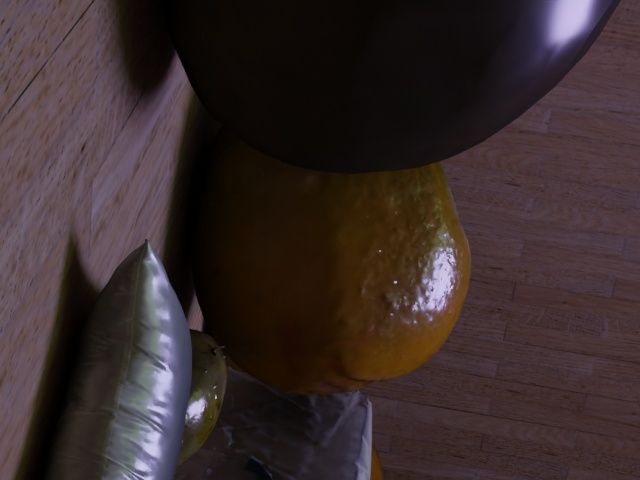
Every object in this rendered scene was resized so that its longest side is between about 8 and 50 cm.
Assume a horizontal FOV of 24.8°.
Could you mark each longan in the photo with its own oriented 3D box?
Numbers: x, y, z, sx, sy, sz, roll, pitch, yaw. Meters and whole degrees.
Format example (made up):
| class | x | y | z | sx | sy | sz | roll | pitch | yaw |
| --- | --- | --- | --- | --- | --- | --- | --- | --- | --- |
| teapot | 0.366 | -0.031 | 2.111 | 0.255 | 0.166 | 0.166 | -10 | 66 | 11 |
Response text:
| class | x | y | z | sx | sy | sz | roll | pitch | yaw |
| --- | --- | --- | --- | --- | --- | --- | --- | --- | --- |
| longan | 0.057 | -0.244 | 1.046 | 0.404 | 0.336 | 0.404 | -35 | -138 | 39 |

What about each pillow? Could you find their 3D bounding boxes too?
| class | x | y | z | sx | sy | sz | roll | pitch | yaw |
| --- | --- | --- | --- | --- | --- | --- | --- | --- | --- |
| pillow | -0.132 | 0.132 | 0.922 | 0.144 | 0.078 | 0.254 | 92 | 9 | -67 |

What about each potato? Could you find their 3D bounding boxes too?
| class | x | y | z | sx | sy | sz | roll | pitch | yaw |
| --- | --- | --- | --- | --- | --- | --- | --- | --- | --- |
| potato | -0.119 | 0.134 | 1.229 | 0.138 | 0.070 | 0.091 | -77 | 174 | -45 |

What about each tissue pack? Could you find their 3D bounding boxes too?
| class | x | y | z | sx | sy | sz | roll | pitch | yaw |
| --- | --- | --- | --- | --- | --- | --- | --- | --- | --- |
| tissue pack | -0.072 | 0.356 | 1.456 | 0.297 | 0.207 | 0.380 | -73 | 171 | -63 |

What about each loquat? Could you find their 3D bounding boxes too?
| class | x | y | z | sx | sy | sz | roll | pitch | yaw |
| --- | --- | --- | --- | --- | --- | --- | --- | --- | --- |
| loquat | 0.000 | 0.000 | 1.361 | 0.276 | 0.276 | 0.283 | -74 | 156 | -62 |

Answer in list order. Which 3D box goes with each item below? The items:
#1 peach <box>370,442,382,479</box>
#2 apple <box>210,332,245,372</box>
| class | x | y | z | sx | sy | sz | roll | pitch | yaw |
| --- | --- | --- | --- | --- | --- | --- | --- | --- | --- |
| peach | -0.037 | 0.300 | 1.795 | 0.231 | 0.231 | 0.231 | 9 | 90 | -87 |
| apple | -0.042 | 0.075 | 1.638 | 0.182 | 0.155 | 0.182 | 7 | 90 | -88 |
